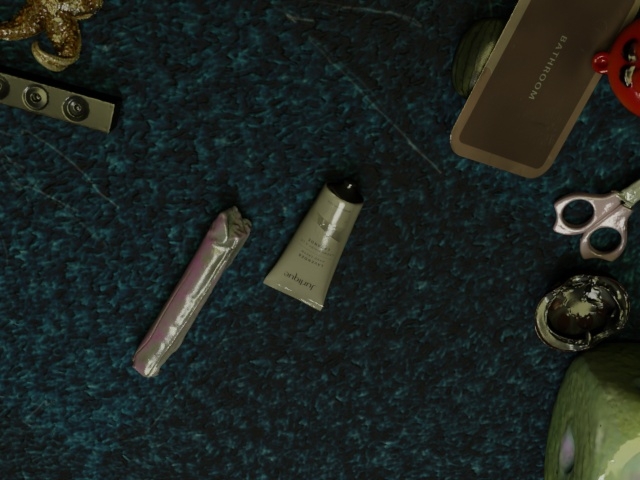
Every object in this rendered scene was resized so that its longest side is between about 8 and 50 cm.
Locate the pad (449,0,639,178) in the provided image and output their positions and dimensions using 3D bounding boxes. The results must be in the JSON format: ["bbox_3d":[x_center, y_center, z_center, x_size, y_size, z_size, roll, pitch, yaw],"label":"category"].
[{"bbox_3d":[0.269,-0.204,1.197,0.176,0.002,0.266,13,112,-34],"label":"pad"}]

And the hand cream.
[{"bbox_3d":[0.000,0.000,1.297,0.087,0.054,0.186,26,114,-2],"label":"hand cream"}]

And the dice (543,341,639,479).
[{"bbox_3d":[0.431,0.283,1.270,0.249,0.254,0.252,9,108,-2],"label":"dice"}]

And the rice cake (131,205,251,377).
[{"bbox_3d":[-0.172,0.072,1.321,0.049,0.055,0.270,32,109,-4],"label":"rice cake"}]

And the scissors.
[{"bbox_3d":[0.389,-0.059,1.255,0.110,0.021,0.212,42,118,-9],"label":"scissors"}]

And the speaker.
[{"bbox_3d":[-0.345,-0.180,1.245,0.191,0.046,0.040,15,107,-2],"label":"speaker"}]

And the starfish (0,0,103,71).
[{"bbox_3d":[-0.331,-0.301,1.188,0.146,0.074,0.190,27,107,-9],"label":"starfish"}]

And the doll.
[{"bbox_3d":[0.436,-0.209,1.192,0.217,0.085,0.183,13,99,-2],"label":"doll"}]

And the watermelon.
[{"bbox_3d":[0.197,-0.214,1.203,0.078,0.078,0.111,21,110,-5],"label":"watermelon"}]

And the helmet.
[{"bbox_3d":[0.336,0.085,1.302,0.123,0.070,0.098,-27,100,18],"label":"helmet"}]
